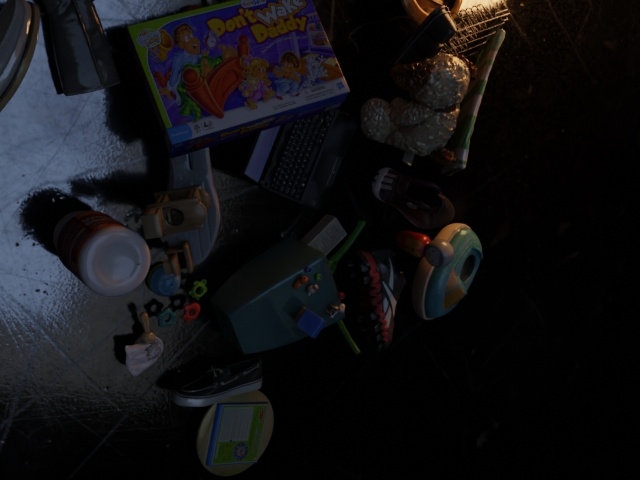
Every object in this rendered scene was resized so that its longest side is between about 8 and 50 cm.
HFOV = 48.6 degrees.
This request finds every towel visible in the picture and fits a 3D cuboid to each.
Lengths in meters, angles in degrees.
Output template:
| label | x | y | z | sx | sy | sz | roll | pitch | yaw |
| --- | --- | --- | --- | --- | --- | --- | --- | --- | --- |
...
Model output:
| label | x | y | z | sx | sy | sz | roll | pitch | yaw |
| --- | --- | --- | --- | --- | --- | --- | --- | --- | --- |
| towel | 0.367 | -0.319 | 1.712 | 0.038 | 0.248 | 0.325 | 18 | 92 | 3 |

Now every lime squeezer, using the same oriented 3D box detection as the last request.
| label | x | y | z | sx | sy | sz | roll | pitch | yaw |
| --- | --- | --- | --- | --- | --- | --- | --- | --- | --- |
| lime squeezer | 0.045 | 0.108 | 1.650 | 0.110 | 0.059 | 0.310 | 3 | 77 | 0 |

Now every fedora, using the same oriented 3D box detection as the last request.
| label | x | y | z | sx | sy | sz | roll | pitch | yaw |
| --- | --- | --- | --- | --- | --- | --- | --- | --- | --- |
| fedora | 0.239 | -0.575 | 1.630 | 0.194 | 0.079 | 0.194 | -8 | 105 | -30 |

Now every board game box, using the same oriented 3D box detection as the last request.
| label | x | y | z | sx | sy | sz | roll | pitch | yaw |
| --- | --- | --- | --- | --- | --- | --- | --- | --- | --- |
| board game box | -0.151 | -0.317 | 1.312 | 0.347 | 0.078 | 0.233 | -20 | 83 | -17 |

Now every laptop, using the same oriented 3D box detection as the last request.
| label | x | y | z | sx | sy | sz | roll | pitch | yaw |
| --- | --- | --- | --- | --- | --- | --- | --- | --- | --- |
| laptop | -0.034 | -0.201 | 1.496 | 0.264 | 0.136 | 0.234 | 22 | 89 | -28 |

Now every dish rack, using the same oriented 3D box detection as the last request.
| label | x | y | z | sx | sy | sz | roll | pitch | yaw |
| --- | --- | --- | --- | --- | --- | --- | --- | --- | --- |
| dish rack | 0.307 | -0.464 | 1.646 | 0.271 | 0.208 | 0.074 | -27 | 81 | -36 |

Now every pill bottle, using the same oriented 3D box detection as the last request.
| label | x | y | z | sx | sy | sz | roll | pitch | yaw |
| --- | --- | --- | --- | --- | --- | --- | --- | --- | --- |
| pill bottle | -0.392 | 0.014 | 1.247 | 0.121 | 0.221 | 0.121 | -10 | 108 | -32 |

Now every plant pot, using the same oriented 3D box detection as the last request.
| label | x | y | z | sx | sy | sz | roll | pitch | yaw |
| --- | --- | --- | --- | --- | --- | --- | --- | --- | --- |
| plant pot | -0.103 | 0.131 | 1.526 | 0.234 | 0.165 | 0.165 | -29 | 118 | -23 |

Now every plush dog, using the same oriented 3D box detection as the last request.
| label | x | y | z | sx | sy | sz | roll | pitch | yaw |
| --- | --- | --- | --- | --- | --- | --- | --- | --- | --- |
| plush dog | 0.248 | -0.310 | 1.587 | 0.262 | 0.210 | 0.225 | -18 | 139 | -34 |

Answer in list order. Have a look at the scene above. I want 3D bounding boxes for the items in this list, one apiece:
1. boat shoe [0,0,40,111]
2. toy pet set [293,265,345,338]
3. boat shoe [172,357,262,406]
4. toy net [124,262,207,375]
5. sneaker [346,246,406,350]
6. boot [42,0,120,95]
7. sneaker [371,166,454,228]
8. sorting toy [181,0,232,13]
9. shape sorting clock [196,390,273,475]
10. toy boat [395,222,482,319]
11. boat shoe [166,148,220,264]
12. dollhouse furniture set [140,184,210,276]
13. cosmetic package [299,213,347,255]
| label | x | y | z | sx | sy | sz | roll | pitch | yaw |
| --- | --- | --- | --- | --- | --- | --- | --- | --- | --- |
| boat shoe | -0.551 | -0.260 | 1.131 | 0.103 | 0.113 | 0.302 | 26 | 88 | -43 |
| toy pet set | -0.005 | 0.135 | 1.452 | 0.122 | 0.065 | 0.114 | 39 | 86 | -31 |
| boat shoe | -0.222 | 0.302 | 1.541 | 0.219 | 0.077 | 0.070 | -9 | 108 | -42 |
| toy net | -0.326 | 0.167 | 1.450 | 0.122 | 0.045 | 0.232 | 27 | 88 | -39 |
| sneaker | 0.154 | 0.138 | 1.746 | 0.135 | 0.097 | 0.276 | -22 | 113 | -27 |
| boot | -0.390 | -0.375 | 1.239 | 0.189 | 0.076 | 0.209 | -22 | 108 | -14 |
| sneaker | 0.265 | -0.085 | 1.725 | 0.281 | 0.162 | 0.106 | 20 | 90 | -37 |
| sorting toy | -0.137 | -0.460 | 1.414 | 0.274 | 0.046 | 0.132 | -39 | 122 | -21 |
| shape sorting clock | -0.193 | 0.434 | 1.613 | 0.206 | 0.040 | 0.206 | -7 | 103 | -35 |
| toy boat | 0.307 | 0.066 | 1.772 | 0.318 | 0.148 | 0.267 | 37 | 78 | -52 |
| boat shoe | -0.250 | -0.104 | 1.394 | 0.109 | 0.094 | 0.302 | 2 | 106 | -6 |
| dollhouse furniture set | -0.245 | 0.002 | 1.280 | 0.101 | 0.182 | 0.161 | -9 | 107 | -3 |
| cosmetic package | 0.000 | 0.000 | 1.635 | 0.115 | 0.041 | 0.060 | -44 | 122 | -18 |
